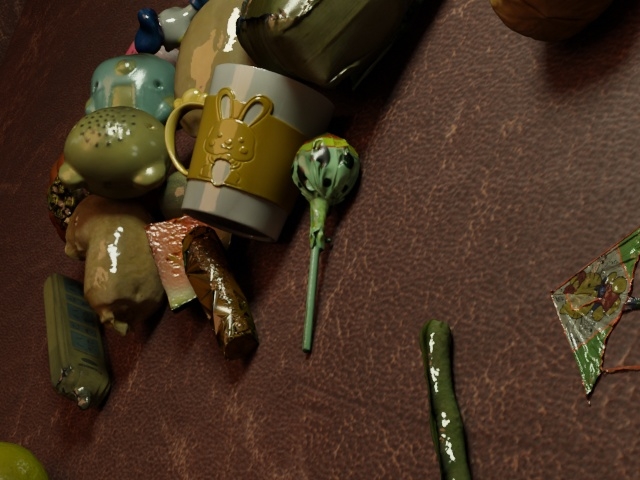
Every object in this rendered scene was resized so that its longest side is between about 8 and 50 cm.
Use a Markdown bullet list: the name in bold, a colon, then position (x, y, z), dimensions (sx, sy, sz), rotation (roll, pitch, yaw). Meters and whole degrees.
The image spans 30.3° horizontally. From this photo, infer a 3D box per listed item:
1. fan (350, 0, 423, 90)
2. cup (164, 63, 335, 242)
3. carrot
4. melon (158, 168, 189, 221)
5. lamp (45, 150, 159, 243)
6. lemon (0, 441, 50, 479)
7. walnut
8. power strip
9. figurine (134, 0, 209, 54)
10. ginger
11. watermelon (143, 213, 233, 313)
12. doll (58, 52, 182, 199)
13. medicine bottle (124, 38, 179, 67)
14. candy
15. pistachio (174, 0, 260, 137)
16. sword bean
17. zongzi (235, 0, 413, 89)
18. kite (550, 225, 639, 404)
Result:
- **fan**: position (0.104, -0.323, 1.708), dimensions (0.240, 0.009, 0.131), rotation (-57, 26, 9)
- **cup**: position (-0.120, -0.129, 1.688), dimensions (0.241, 0.185, 0.226), rotation (14, 81, 22)
- **carrot**: position (-0.143, 0.070, 1.654), dimensions (0.069, 0.069, 0.229), rotation (-48, 46, 23)
- **melon**: position (-0.211, -0.068, 1.898), dimensions (0.130, 0.098, 0.098), rotation (7, 71, 63)
- **lamp**: position (-0.387, -0.076, 2.090), dimensions (0.223, 0.196, 0.223), rotation (6, 99, 38)
- **lemon**: position (-0.510, 0.415, 1.863), dimensions (0.184, 0.184, 0.248), rotation (-44, 28, 28)
- **walnut**: position (0.257, -0.320, 1.293), dimensions (0.165, 0.165, 0.197), rotation (-20, 55, 51)
- **power strip**: position (-0.420, 0.170, 2.030), dimensions (0.066, 0.092, 0.387), rotation (-55, 28, 16)
- **figurine**: position (-0.199, -0.449, 2.078), dimensions (0.338, 0.204, 0.283), rotation (-37, 7, 6)
- **ginger**: position (-0.323, 0.032, 1.920), dimensions (0.152, 0.138, 0.267), rotation (-38, 51, 19)
- **watermelon**: position (-0.185, 0.012, 1.797), dimensions (0.145, 0.137, 0.193), rotation (-22, 32, -3)
- **doll**: position (-0.317, -0.179, 1.935), dimensions (0.161, 0.177, 0.261), rotation (82, -167, -50)
- **medicine bottle**: position (-0.346, -0.263, 2.256), dimensions (0.247, 0.147, 0.147), rotation (-58, 28, 5)
- **candy**: position (0.000, 0.000, 1.534), dimensions (0.091, 0.083, 0.305), rotation (-14, 60, 33)
- **pistachio**: position (-0.143, -0.293, 1.925), dimensions (0.181, 0.162, 0.293), rotation (9, 74, 45)
- **sword bean**: position (0.126, 0.181, 1.172), dimensions (0.043, 0.038, 0.269), rotation (-49, 28, 32)
- **zongzi**: position (0.047, -0.394, 1.703), dimensions (0.393, 0.174, 0.356), rotation (-52, 18, -4)
- **kite**: position (0.286, 0.057, 1.054), dimensions (0.244, 0.006, 0.198), rotation (0, 64, 59)
